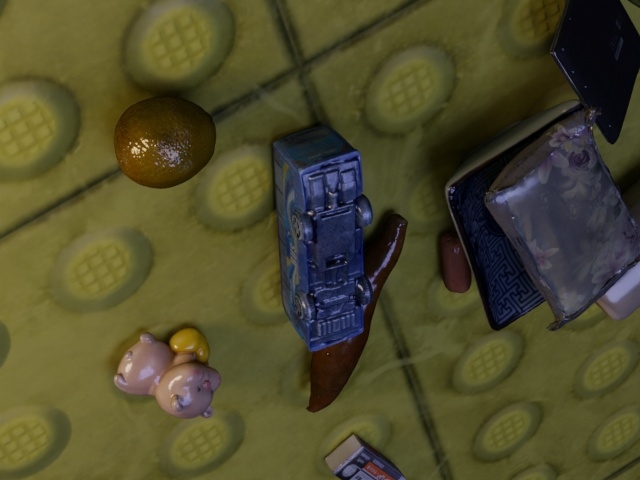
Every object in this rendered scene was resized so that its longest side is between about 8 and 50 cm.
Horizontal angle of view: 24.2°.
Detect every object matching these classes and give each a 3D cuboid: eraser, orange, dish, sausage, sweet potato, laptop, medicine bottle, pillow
[{"bbox_3d":[0.057,0.285,1.849,0.052,0.029,0.122,-41,138,4],"label":"eraser"},{"bbox_3d":[-0.138,-0.090,1.337,0.095,0.085,0.085,-25,137,-22],"label":"orange"},{"bbox_3d":[0.217,-0.039,1.632,0.182,0.080,0.243,-33,135,-10],"label":"dish"},{"bbox_3d":[0.152,0.025,1.680,0.034,0.034,0.083,-25,136,-14],"label":"sausage"},{"bbox_3d":[0.033,0.086,1.638,0.057,0.057,0.265,0,125,-35],"label":"sweet potato"},{"bbox_3d":[0.290,-0.198,1.544,0.180,0.016,0.129,43,60,-48],"label":"laptop"},{"bbox_3d":[0.406,-0.024,1.754,0.252,0.114,0.114,-42,138,5],"label":"medicine bottle"},{"bbox_3d":[0.262,-0.024,1.577,0.169,0.059,0.255,-39,134,-6],"label":"pillow"}]

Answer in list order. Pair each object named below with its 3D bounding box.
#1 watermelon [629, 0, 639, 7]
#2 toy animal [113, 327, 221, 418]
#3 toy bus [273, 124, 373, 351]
[{"bbox_3d":[0.343,-0.276,1.500,0.109,0.109,0.109,-19,135,-20],"label":"watermelon"},{"bbox_3d":[-0.147,0.141,1.538,0.091,0.082,0.114,-50,136,12],"label":"toy animal"},{"bbox_3d":[0.002,-0.002,1.507,0.079,0.094,0.236,-15,132,-15],"label":"toy bus"}]
